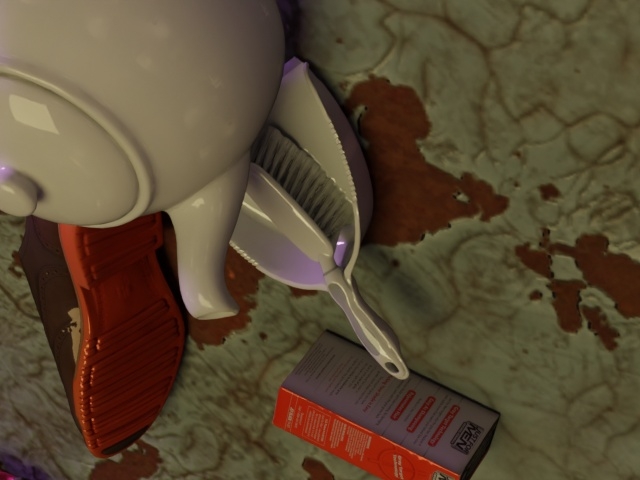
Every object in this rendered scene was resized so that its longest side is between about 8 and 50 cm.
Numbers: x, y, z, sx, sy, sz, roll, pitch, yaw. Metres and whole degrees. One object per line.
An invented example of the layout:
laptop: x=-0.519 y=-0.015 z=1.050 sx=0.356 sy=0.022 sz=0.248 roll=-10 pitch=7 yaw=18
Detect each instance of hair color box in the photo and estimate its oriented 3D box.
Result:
hair color box: x=0.046 y=0.125 z=1.286 sx=0.141 sy=0.072 sz=0.043 roll=25 pitch=133 yaw=16

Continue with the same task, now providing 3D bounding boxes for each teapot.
teapot: x=-0.158 y=-0.098 z=1.126 sx=0.256 sy=0.187 sz=0.252 roll=15 pitch=147 yaw=17

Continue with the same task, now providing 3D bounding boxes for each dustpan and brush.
dustpan and brush: x=0.000 y=0.000 z=1.225 sx=0.211 sy=0.060 sz=0.147 roll=49 pitch=135 yaw=-8

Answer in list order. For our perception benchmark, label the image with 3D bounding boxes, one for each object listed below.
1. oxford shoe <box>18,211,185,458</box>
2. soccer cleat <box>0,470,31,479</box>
oxford shoe: x=-0.168 y=0.042 z=1.364 sx=0.098 sy=0.097 sz=0.271 roll=32 pitch=134 yaw=37
soccer cleat: x=-0.216 y=0.344 z=1.596 sx=0.331 sy=0.116 sz=0.143 roll=45 pitch=135 yaw=-6
